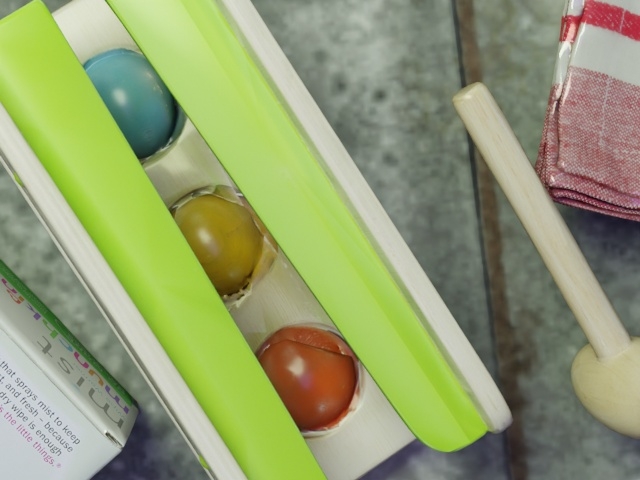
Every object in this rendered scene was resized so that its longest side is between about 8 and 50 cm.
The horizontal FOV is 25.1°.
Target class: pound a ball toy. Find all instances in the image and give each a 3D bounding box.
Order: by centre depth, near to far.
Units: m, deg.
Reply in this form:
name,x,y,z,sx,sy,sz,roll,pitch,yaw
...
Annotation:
name,x,y,z,sx,sy,sz,roll,pitch,yaw
pound a ball toy,0.000,0.000,0.669,0.208,0.136,0.319,-34,95,-9

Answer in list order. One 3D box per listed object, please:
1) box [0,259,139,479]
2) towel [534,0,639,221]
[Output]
name,x,y,z,sx,sy,sz,roll,pitch,yaw
box,-0.257,0.067,0.661,0.231,0.127,0.262,-44,95,-1
towel,0.242,-0.156,0.675,0.237,0.037,0.329,10,86,-1
